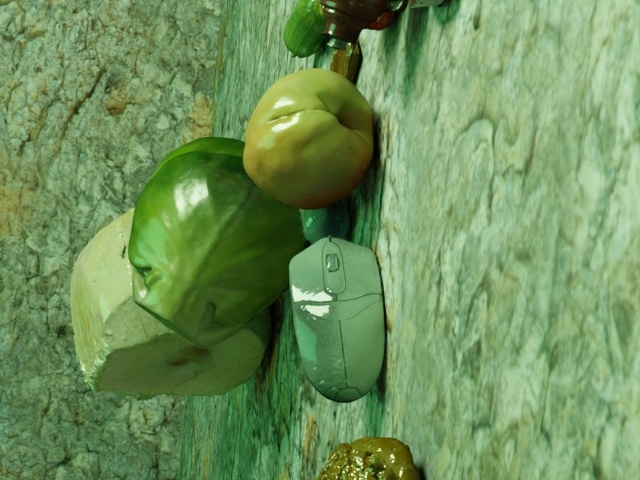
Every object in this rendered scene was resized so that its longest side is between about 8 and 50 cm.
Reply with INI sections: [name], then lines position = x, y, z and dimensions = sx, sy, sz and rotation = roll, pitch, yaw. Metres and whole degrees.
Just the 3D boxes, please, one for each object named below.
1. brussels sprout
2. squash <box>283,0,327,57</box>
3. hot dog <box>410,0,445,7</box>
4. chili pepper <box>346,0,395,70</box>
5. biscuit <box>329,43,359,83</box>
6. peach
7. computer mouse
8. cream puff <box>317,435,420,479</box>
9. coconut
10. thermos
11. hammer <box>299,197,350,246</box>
[brussels sprout]
position = -0.171, 0.001, 1.665
dimensions = 0.354, 0.289, 0.281
rotation = -63, 2, -26
[squash]
position = -0.015, -0.347, 1.620
dimensions = 0.219, 0.068, 0.077
rotation = 140, 131, -73
[hot dog]
position = 0.119, -0.341, 1.070
dimensions = 0.108, 0.059, 0.191
rotation = -113, 27, -75
[chili pepper]
position = 0.056, -0.303, 1.277
dimensions = 0.086, 0.084, 0.192
rotation = -49, -25, -62
[biscuit]
position = 0.036, -0.255, 1.478
dimensions = 0.130, 0.019, 0.119
rotation = -178, 93, -78
[peach]
position = -0.015, -0.128, 1.329
dimensions = 0.184, 0.184, 0.184
rotation = -175, 90, -77
[computer mouse]
position = 0.022, 0.082, 1.234
dimensions = 0.068, 0.113, 0.229
rotation = 87, 177, -62
[cream puff]
position = 0.047, 0.269, 1.064
dimensions = 0.144, 0.103, 0.126
rotation = 129, 143, -78
[coconut]
position = -0.283, 0.089, 1.960
dimensions = 0.404, 0.405, 0.404
rotation = -175, 90, -77
[thermos]
position = 0.058, -0.329, 1.162
dimensions = 0.099, 0.124, 0.232
rotation = -4, -66, -63
[hammer]
position = 0.000, 0.000, 1.473
dimensions = 0.116, 0.070, 0.194
rotation = -100, 11, -46
